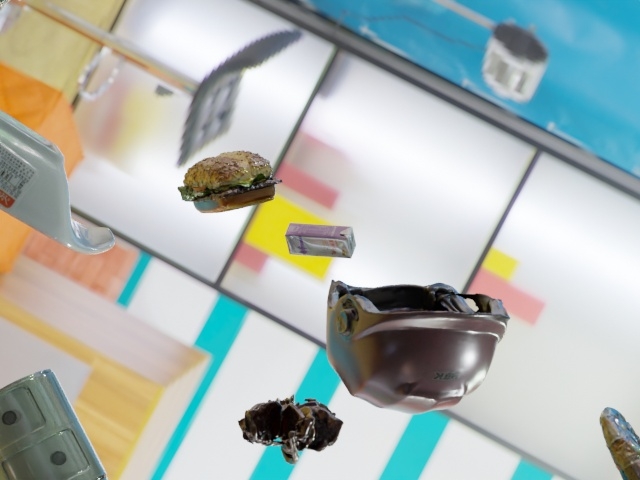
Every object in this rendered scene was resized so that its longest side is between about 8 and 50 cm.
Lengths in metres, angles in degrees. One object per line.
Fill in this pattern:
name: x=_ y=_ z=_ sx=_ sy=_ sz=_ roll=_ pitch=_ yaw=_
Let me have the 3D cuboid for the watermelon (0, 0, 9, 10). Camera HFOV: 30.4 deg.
watermelon: x=-0.610 y=-0.467 z=1.814 sx=0.283 sy=0.292 sz=0.250 roll=-7 pitch=115 yaw=-30

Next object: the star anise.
star anise: x=-0.065 y=0.355 z=2.221 sx=0.220 sy=0.190 sz=0.126 roll=4 pitch=100 yaw=-54

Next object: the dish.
dish: x=-0.275 y=-0.071 z=1.036 sx=0.064 sy=0.234 sz=0.154 roll=-55 pitch=-159 yaw=0

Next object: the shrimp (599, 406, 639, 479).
shrimp: x=0.282 y=0.208 z=0.979 sx=0.034 sy=0.091 sz=0.161 roll=-39 pitch=-135 yaw=21

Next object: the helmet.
helmet: x=0.139 y=0.170 z=1.821 sx=0.338 sy=0.271 sz=0.197 roll=-158 pitch=-106 yaw=-66

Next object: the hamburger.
hamburger: x=-0.145 y=-0.093 z=1.834 sx=0.137 sy=0.087 sz=0.166 roll=-17 pitch=-171 yaw=-30

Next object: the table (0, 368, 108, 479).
table: x=-0.344 y=0.286 z=1.477 sx=0.126 sy=0.220 sz=0.126 roll=-28 pitch=174 yaw=-3

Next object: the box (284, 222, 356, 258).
box: x=0.000 y=0.000 z=2.019 sx=0.036 sy=0.117 sz=0.050 roll=-68 pitch=152 yaw=-42
